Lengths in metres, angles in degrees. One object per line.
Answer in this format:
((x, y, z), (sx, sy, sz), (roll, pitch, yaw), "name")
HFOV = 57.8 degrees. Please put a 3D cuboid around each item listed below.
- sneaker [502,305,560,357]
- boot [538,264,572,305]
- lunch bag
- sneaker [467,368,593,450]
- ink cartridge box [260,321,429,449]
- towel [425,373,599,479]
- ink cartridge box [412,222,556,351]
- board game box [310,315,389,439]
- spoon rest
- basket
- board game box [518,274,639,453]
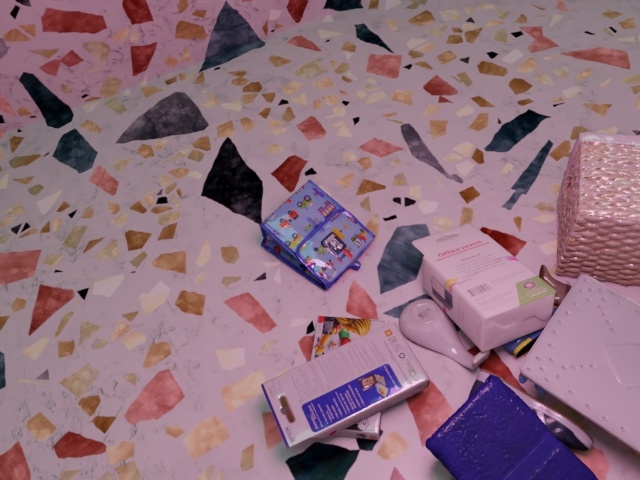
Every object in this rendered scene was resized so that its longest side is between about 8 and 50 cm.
((0.548, 0.211, 1.484), (0.209, 0.069, 0.082), (-31, 53, -13), "sneaker")
((0.634, 0.122, 1.558), (0.087, 0.042, 0.118), (10, 57, 9), "boot")
((0.000, 0.000, 1.724), (0.293, 0.138, 0.221), (38, 66, 18), "lunch bag")
((0.457, 0.432, 1.321), (0.282, 0.099, 0.153), (30, 76, 16), "sneaker")
((0.059, 0.351, 1.403), (0.371, 0.069, 0.175), (-22, 55, -11), "ink cartridge box")
((0.401, 0.472, 1.240), (0.228, 0.076, 0.308), (-42, 80, -8), "towel")
((0.405, 0.107, 1.511), (0.207, 0.119, 0.353), (-17, 36, -14), "ink cartridge box")
((0.068, 0.342, 1.482), (0.193, 0.053, 0.305), (2, 54, 11), "board game box")
((0.318, 0.246, 1.507), (0.137, 0.084, 0.276), (-34, 42, -17), "spoon rest")
((0.799, -0.068, 1.492), (0.331, 0.328, 0.266), (8, 59, 15), "basket")
((0.700, 0.297, 1.325), (0.390, 0.050, 0.390), (33, 51, 22), "board game box")
